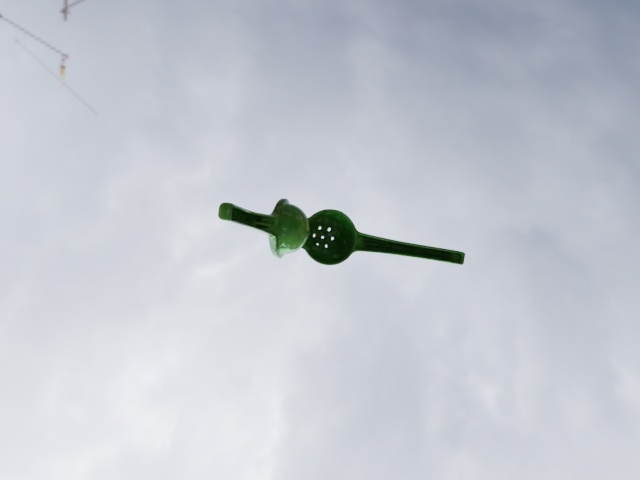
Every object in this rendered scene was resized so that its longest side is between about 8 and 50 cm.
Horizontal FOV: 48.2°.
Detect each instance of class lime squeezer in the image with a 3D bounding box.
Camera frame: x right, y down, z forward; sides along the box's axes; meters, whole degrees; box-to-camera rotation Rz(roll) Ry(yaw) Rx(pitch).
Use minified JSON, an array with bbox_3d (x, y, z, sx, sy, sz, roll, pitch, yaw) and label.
[{"bbox_3d":[0.000,0.000,0.674,0.310,0.059,0.110,11,-167,-44],"label":"lime squeezer"}]
